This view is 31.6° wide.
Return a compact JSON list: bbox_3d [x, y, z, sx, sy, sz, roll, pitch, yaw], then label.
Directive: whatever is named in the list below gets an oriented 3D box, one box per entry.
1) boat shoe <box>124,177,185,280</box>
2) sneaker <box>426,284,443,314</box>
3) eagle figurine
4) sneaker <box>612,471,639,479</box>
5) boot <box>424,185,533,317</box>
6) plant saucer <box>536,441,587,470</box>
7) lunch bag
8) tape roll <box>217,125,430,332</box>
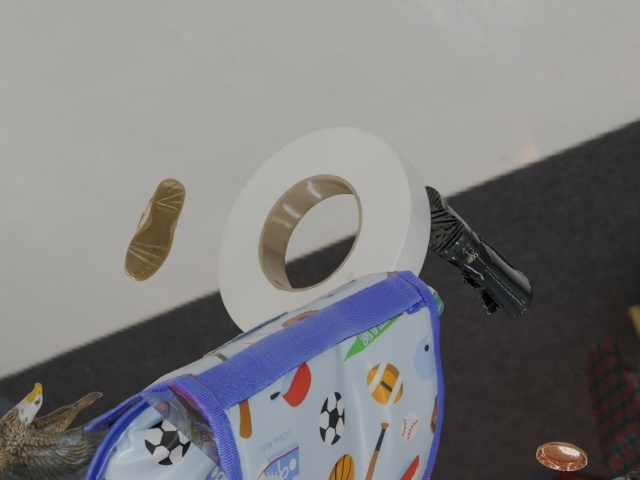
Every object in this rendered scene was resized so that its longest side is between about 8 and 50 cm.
[{"bbox_3d":[-0.249,-0.018,1.734,0.063,0.059,0.170,25,101,-8],"label":"boat shoe"},{"bbox_3d":[0.162,0.219,2.208,0.107,0.275,0.110,28,179,43],"label":"sneaker"},{"bbox_3d":[-0.488,0.334,1.910,0.298,0.226,0.225,17,141,-36],"label":"eagle figurine"},{"bbox_3d":[0.244,0.290,0.894,0.078,0.234,0.106,1,124,18],"label":"sneaker"},{"bbox_3d":[0.247,0.024,1.948,0.094,0.246,0.207,-46,118,2],"label":"boot"},{"bbox_3d":[0.399,0.355,1.873,0.083,0.013,0.083,9,143,7],"label":"plant saucer"},{"bbox_3d":[-0.055,0.221,1.095,0.328,0.239,0.385,-24,142,-45],"label":"lunch bag"},{"bbox_3d":[0.000,0.000,1.852,0.392,0.392,0.072,-23,145,27],"label":"tape roll"}]
